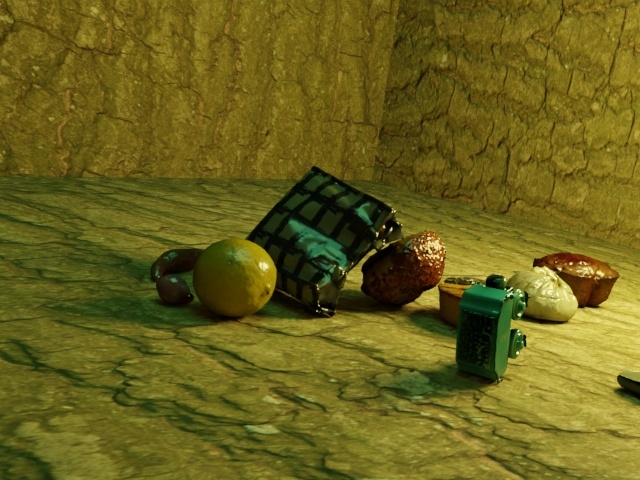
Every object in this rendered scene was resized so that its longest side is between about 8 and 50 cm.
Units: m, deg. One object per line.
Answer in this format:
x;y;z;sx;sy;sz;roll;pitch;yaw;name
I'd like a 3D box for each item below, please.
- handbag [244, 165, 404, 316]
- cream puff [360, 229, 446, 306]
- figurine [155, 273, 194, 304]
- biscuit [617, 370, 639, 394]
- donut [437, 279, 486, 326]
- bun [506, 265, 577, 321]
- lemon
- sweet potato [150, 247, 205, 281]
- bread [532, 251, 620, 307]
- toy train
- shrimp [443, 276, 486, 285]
0.000;0.000;2.125;0.327;0.325;0.162;25;-22;47;handbag
0.215;0.077;2.182;0.240;0.164;0.240;-20;-7;-3;cream puff
-0.332;0.111;1.933;0.083;0.071;0.067;6;50;32;figurine
0.741;0.328;1.703;0.099;0.038;0.322;3;11;-41;biscuit
0.362;0.156;2.121;0.152;0.101;0.259;6;12;-6;donut
0.598;0.136;2.319;0.222;0.127;0.222;9;9;-1;bun
-0.197;0.081;1.908;0.203;0.178;0.178;15;13;25;lemon
-0.369;0.057;2.208;0.078;0.058;0.255;35;25;19;sweet potato
0.737;0.107;2.540;0.232;0.135;0.247;4;12;-17;bread
0.348;0.179;1.758;0.112;0.203;0.163;9;19;33;toy train
0.362;0.106;2.100;0.114;0.023;0.083;5;12;-1;shrimp
